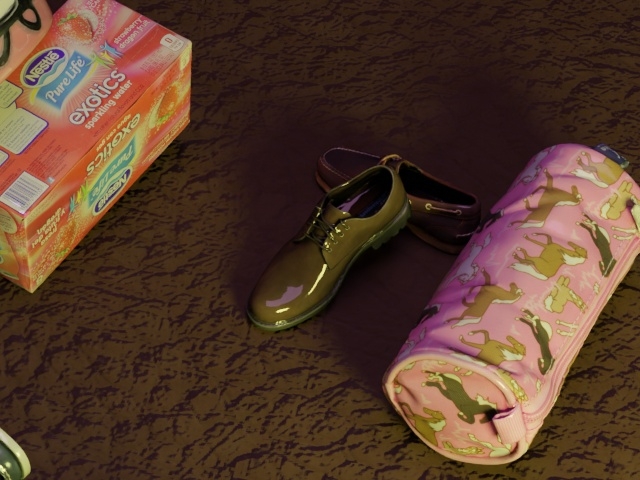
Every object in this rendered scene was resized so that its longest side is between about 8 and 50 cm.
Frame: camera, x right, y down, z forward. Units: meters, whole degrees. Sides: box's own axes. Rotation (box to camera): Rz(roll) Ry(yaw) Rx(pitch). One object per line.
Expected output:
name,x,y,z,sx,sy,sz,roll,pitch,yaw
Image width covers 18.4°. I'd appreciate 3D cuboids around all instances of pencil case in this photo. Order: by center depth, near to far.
pencil case,0.213,0.062,2.042,0.160,0.167,0.386,46,50,-9

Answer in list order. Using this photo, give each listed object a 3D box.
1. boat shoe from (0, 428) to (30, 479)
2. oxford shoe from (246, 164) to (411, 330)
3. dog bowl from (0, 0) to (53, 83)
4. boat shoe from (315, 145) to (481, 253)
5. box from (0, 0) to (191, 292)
boat shoe,-0.398,0.187,1.884,0.254,0.095,0.079,23,46,16
oxford shoe,0.000,0.000,2.096,0.083,0.096,0.227,35,72,25
dog bowl,-0.451,-0.180,2.058,0.150,0.408,0.408,50,48,-16
boat shoe,0.089,-0.062,2.203,0.207,0.073,0.073,24,49,18
box,-0.284,-0.113,2.128,0.154,0.142,0.300,29,57,15
